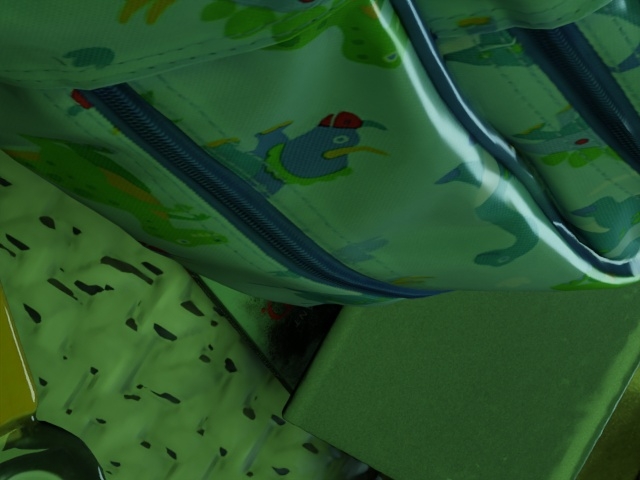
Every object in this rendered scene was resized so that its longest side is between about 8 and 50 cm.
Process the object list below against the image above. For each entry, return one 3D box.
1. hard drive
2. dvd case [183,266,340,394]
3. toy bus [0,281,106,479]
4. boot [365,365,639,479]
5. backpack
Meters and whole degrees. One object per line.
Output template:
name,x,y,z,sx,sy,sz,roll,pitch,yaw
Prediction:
hard drive,0.060,0.022,0.643,0.094,0.022,0.135,29,90,-2
dvd case,0.000,0.000,0.680,0.087,0.013,0.119,-47,126,-15
toy bus,-0.152,0.021,0.523,0.130,0.108,0.333,-26,118,-24
boot,0.053,0.107,0.708,0.115,0.112,0.305,26,96,-12
backpack,0.018,-0.116,0.467,0.355,0.273,0.290,73,17,-63
